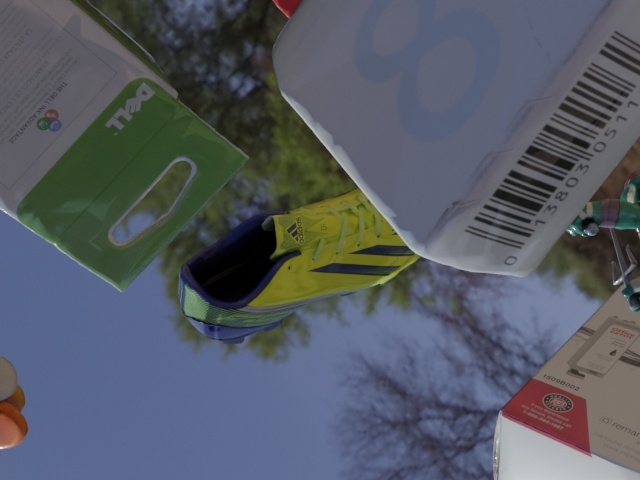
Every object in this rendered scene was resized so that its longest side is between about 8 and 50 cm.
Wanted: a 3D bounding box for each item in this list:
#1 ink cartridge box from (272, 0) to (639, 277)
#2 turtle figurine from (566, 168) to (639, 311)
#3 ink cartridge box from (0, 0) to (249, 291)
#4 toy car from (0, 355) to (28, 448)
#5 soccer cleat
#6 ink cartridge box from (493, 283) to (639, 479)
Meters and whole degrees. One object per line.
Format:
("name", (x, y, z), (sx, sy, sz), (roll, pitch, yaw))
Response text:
("ink cartridge box", (0.063, -0.217, 0.610), (0.091, 0.308, 0.385), (12, -150, -44))
("turtle figurine", (0.269, 0.013, 0.962), (0.175, 0.118, 0.234), (38, -155, -37))
("ink cartridge box", (-0.150, -0.077, 0.624), (0.209, 0.109, 0.062), (40, -172, -33))
("toy car", (-0.475, 0.244, 1.573), (0.182, 0.159, 0.136), (-4, -137, -23))
("soccer cleat", (0.000, 0.001, 1.127), (0.093, 0.289, 0.121), (58, 172, 32))
("ink cartridge box", (0.349, 0.186, 1.300), (0.207, 0.117, 0.283), (21, -139, 32))
